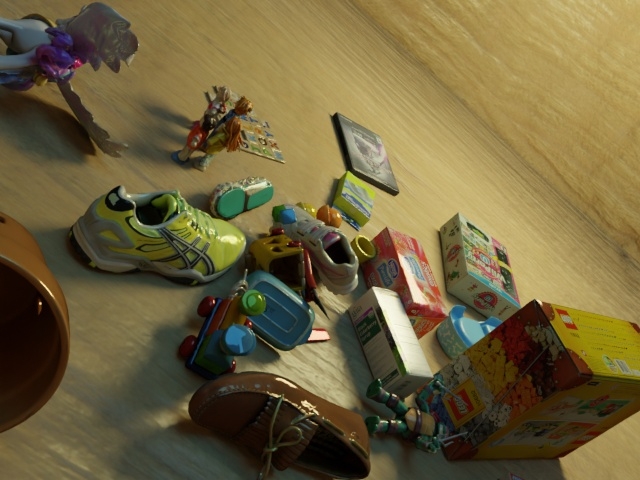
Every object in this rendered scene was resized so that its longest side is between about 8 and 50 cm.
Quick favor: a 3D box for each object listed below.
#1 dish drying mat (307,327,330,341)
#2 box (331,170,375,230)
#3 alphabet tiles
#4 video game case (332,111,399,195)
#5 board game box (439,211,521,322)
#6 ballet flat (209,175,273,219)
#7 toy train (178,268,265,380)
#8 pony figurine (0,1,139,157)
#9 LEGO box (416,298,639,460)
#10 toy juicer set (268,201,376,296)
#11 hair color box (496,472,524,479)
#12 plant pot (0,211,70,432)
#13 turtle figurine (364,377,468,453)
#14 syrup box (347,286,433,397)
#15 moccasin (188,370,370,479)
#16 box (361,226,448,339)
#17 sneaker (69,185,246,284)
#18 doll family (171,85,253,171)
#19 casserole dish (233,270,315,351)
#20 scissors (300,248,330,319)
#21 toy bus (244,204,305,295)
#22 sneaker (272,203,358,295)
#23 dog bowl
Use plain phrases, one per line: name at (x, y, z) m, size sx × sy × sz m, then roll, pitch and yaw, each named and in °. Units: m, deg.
dish drying mat at (-0.014, 0.203, 1.681) m, size 0.083 × 0.008 × 0.032 m, roll 4°, pitch 49°, yaw -48°
box at (0.093, -0.112, 2.168) m, size 0.109 × 0.042 × 0.178 m, roll 38°, pitch 30°, yaw -13°
alphabet tiles at (-0.202, -0.314, 2.075) m, size 0.198 × 0.009 × 0.237 m, roll 13°, pitch 44°, yaw -44°
video game case at (0.142, -0.272, 2.444) m, size 0.196 × 0.026 × 0.274 m, roll 24°, pitch 36°, yaw -34°
board game box at (0.478, 0.084, 2.363) m, size 0.224 × 0.097 × 0.303 m, roll 33°, pitch 33°, yaw -21°
ballet flat at (-0.195, -0.100, 1.771) m, size 0.077 × 0.091 × 0.241 m, roll 23°, pitch 17°, yaw 22°
toy train at (-0.148, 0.123, 1.413) m, size 0.105 × 0.143 × 0.248 m, roll 35°, pitch 52°, yaw -19°
pony figurine at (-0.521, -0.353, 1.503) m, size 0.364 × 0.302 × 0.351 m, roll -12°, pitch 53°, yaw -39°
LEGO box at (0.538, 0.346, 1.838) m, size 0.500 × 0.372 × 0.193 m, roll 14°, pitch 42°, yaw -43°
toy juicer set at (-0.004, -0.007, 1.860) m, size 0.209 × 0.089 × 0.329 m, roll 55°, pitch 34°, yaw 8°
hair color box at (0.399, 0.588, 1.645) m, size 0.053 × 0.093 × 0.167 m, roll 31°, pitch 32°, yaw -25°
plant pot at (-0.469, 0.084, 1.010) m, size 0.291 × 0.291 × 0.203 m, roll 31°, pitch 16°, yaw -25°
turtle figurine at (0.205, 0.377, 1.634) m, size 0.234 × 0.118 × 0.175 m, roll 19°, pitch 39°, yaw -20°
syrup box at (0.156, 0.230, 1.775) m, size 0.096 × 0.093 × 0.236 m, roll 15°, pitch 42°, yaw -41°
moccasin at (-0.060, 0.335, 1.349) m, size 0.380 × 0.139 × 0.147 m, roll 35°, pitch 21°, yaw -37°
box at (0.203, 0.108, 1.954) m, size 0.128 × 0.122 × 0.256 m, roll 22°, pitch 38°, yaw -35°
sneaker at (-0.271, -0.013, 1.479) m, size 0.385 × 0.147 × 0.145 m, roll 3°, pitch 49°, yaw -52°
doll family at (-0.229, -0.260, 1.817) m, size 0.118 × 0.163 × 0.263 m, roll 37°, pitch 31°, yaw -16°
casserole dish at (-0.092, 0.142, 1.552) m, size 0.188 × 0.114 × 0.037 m, roll 39°, pitch -7°, yaw -12°
scissors at (-0.011, 0.119, 1.596) m, size 0.021 × 0.109 × 0.297 m, roll -4°, pitch 28°, yaw -13°
toy bus at (-0.106, 0.041, 1.658) m, size 0.104 × 0.202 × 0.191 m, roll -11°, pitch 65°, yaw -21°
sneaker at (0.000, 0.000, 1.741) m, size 0.252 × 0.111 × 0.103 m, roll 43°, pitch 57°, yaw 10°
dog bowl at (0.426, 0.276, 2.083) m, size 0.297 × 0.074 × 0.166 m, roll 20°, pitch 39°, yaw -37°
